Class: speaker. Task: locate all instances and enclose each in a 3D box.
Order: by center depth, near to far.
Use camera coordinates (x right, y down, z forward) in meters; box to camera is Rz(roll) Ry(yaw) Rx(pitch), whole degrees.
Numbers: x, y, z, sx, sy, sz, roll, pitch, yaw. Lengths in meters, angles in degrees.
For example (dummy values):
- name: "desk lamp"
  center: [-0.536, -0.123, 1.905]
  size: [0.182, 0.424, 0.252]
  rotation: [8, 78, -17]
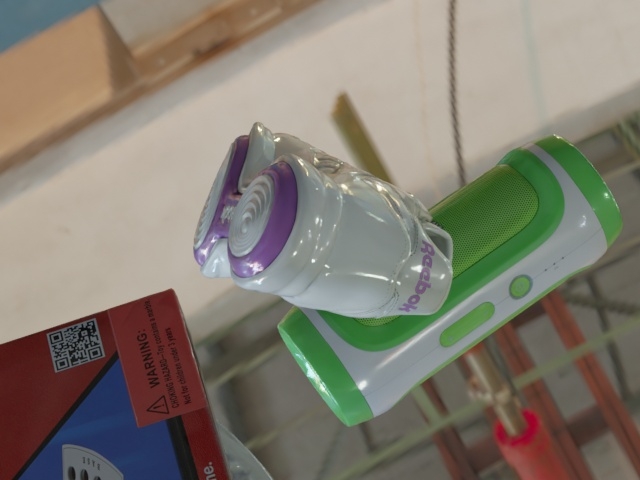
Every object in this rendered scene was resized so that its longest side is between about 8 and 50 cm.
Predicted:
- name: "speaker"
  center: [0.113, 0.033, 1.491]
  size: [0.296, 0.131, 0.131]
  rotation: [-35, -141, -7]

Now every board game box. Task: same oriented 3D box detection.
- name: "board game box"
  center: [-0.074, 0.147, 0.456]
  size: [0.145, 0.027, 0.281]
  rotation: [-19, -128, -3]

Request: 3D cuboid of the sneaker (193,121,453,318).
- name: "sneaker"
  center: [0.000, 0.000, 1.169]
  size: [0.305, 0.152, 0.114]
  rotation: [-134, -115, -74]

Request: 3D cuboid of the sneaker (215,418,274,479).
- name: "sneaker"
  center: [-0.038, 0.219, 1.045]
  size: [0.135, 0.366, 0.150]
  rotation: [-43, -176, -4]
